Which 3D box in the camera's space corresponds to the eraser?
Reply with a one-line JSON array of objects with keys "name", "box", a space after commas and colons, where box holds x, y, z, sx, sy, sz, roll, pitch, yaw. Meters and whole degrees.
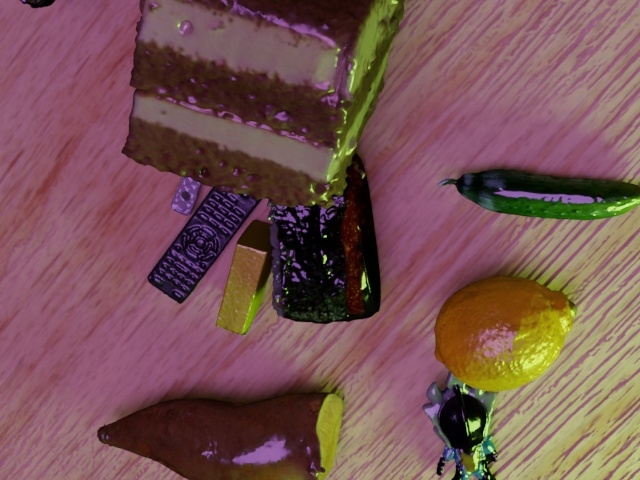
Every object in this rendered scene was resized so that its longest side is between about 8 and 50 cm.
[{"name": "eraser", "box": [-0.091, 0.046, 1.960, 0.045, 0.097, 0.122, 18, 111, 4]}]

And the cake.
[{"name": "cake", "box": [-0.061, -0.220, 1.737, 0.282, 0.256, 0.290, 16, 134, 7]}]

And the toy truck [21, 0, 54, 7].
[{"name": "toy truck", "box": [-0.256, -0.368, 1.799, 0.257, 0.127, 0.127, -25, 100, 24]}]

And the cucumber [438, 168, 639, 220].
[{"name": "cucumber", "box": [0.268, -0.055, 1.868, 0.250, 0.056, 0.056, 6, 109, 9]}]

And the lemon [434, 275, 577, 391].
[{"name": "lemon", "box": [0.226, 0.113, 1.887, 0.187, 0.142, 0.142, -20, 103, 12]}]

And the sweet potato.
[{"name": "sweet potato", "box": [-0.136, 0.271, 2.034, 0.336, 0.131, 0.131, -5, 107, 16]}]

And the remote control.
[{"name": "remote control", "box": [-0.139, -0.020, 1.988, 0.063, 0.025, 0.245, 38, 112, -2]}]

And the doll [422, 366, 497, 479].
[{"name": "doll", "box": [0.184, 0.238, 1.978, 0.096, 0.070, 0.195, -11, 113, 1]}]

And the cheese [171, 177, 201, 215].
[{"name": "cheese", "box": [-0.147, -0.118, 1.951, 0.097, 0.037, 0.192, 24, 113, 6]}]

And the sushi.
[{"name": "sushi", "box": [0.000, 0.000, 1.906, 0.126, 0.136, 0.225, -3, 114, 11]}]
